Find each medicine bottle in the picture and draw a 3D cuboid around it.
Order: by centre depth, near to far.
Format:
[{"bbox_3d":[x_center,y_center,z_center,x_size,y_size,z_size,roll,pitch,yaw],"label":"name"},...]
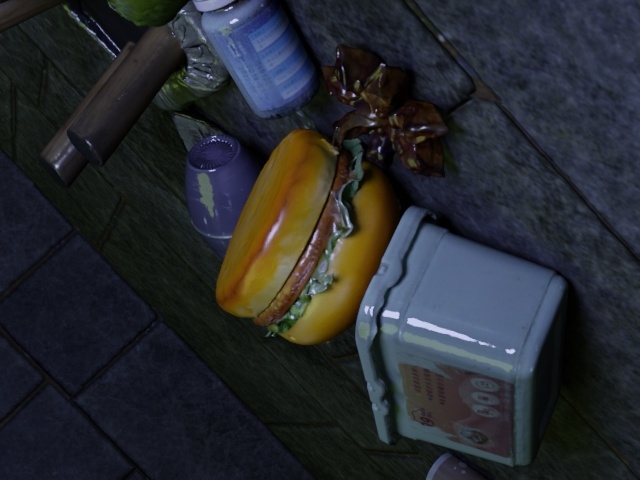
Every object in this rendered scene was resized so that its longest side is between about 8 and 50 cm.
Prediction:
[{"bbox_3d":[-0.077,-0.222,1.012,0.083,0.083,0.203,21,151,50],"label":"medicine bottle"}]

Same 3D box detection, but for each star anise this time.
[{"bbox_3d":[0.064,-0.124,0.970,0.168,0.057,0.168,30,149,21],"label":"star anise"}]

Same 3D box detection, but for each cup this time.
[{"bbox_3d":[0.239,0.422,1.677,0.099,0.074,0.102,30,156,36],"label":"cup"}]

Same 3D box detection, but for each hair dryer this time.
[{"bbox_3d":[-0.008,0.022,1.310,0.361,0.121,0.301,20,146,30],"label":"hair dryer"}]

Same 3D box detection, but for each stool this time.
[{"bbox_3d":[-0.300,-0.245,1.216,0.310,0.226,0.310,52,160,-14],"label":"stool"}]

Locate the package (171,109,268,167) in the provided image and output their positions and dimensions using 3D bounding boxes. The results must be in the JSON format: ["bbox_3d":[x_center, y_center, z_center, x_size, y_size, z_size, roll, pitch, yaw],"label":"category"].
[{"bbox_3d":[-0.114,-0.092,1.430,0.239,0.030,0.154,37,158,24],"label":"package"}]

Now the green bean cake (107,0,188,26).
[{"bbox_3d":[-0.107,-0.304,0.658,0.250,0.247,0.156,48,160,-8],"label":"green bean cake"}]

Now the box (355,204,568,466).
[{"bbox_3d":[0.164,0.123,1.089,0.183,0.175,0.311,16,150,22],"label":"box"}]

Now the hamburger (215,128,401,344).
[{"bbox_3d":[-0.001,0.001,1.108,0.170,0.246,0.246,27,165,-14],"label":"hamburger"}]
